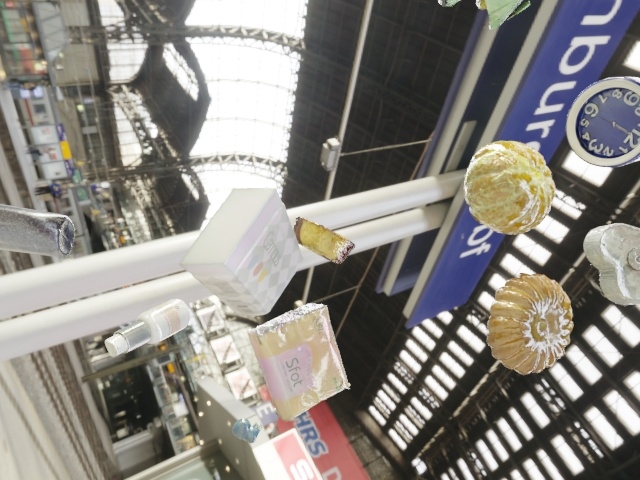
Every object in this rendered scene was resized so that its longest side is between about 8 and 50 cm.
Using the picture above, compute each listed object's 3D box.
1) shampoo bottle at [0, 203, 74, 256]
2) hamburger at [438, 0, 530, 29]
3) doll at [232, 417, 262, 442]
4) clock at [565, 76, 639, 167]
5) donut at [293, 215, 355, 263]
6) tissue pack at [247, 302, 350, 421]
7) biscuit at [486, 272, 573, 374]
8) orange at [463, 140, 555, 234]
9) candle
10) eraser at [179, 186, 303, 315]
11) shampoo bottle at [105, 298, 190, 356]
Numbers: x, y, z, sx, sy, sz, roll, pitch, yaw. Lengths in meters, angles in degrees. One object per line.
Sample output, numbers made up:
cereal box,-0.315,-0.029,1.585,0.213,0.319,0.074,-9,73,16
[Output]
shampoo bottle,-0.421,-0.023,0.518,0.087,0.234,0.049,133,-36,-65
hamburger,0.350,-0.480,0.798,0.276,0.260,0.150,-18,-67,44
doll,-0.224,0.576,1.358,0.076,0.083,0.050,-60,178,6
clock,0.782,-0.312,1.185,0.230,0.083,0.230,27,-57,51
donut,0.000,0.000,1.180,0.184,0.166,0.073,24,-97,40
tissue pack,-0.056,0.317,1.204,0.123,0.215,0.256,7,-63,65
biscuit,0.675,0.266,1.412,0.107,0.326,0.325,-170,-113,-70
orange,0.646,-0.182,1.543,0.249,0.329,0.329,-17,-91,50
candle,0.702,0.043,1.006,0.068,0.168,0.192,127,-62,-86
eraser,-0.145,0.044,0.963,0.082,0.213,0.397,28,-16,15
shampoo bottle,-0.368,0.189,0.954,0.074,0.192,0.074,11,-69,29
